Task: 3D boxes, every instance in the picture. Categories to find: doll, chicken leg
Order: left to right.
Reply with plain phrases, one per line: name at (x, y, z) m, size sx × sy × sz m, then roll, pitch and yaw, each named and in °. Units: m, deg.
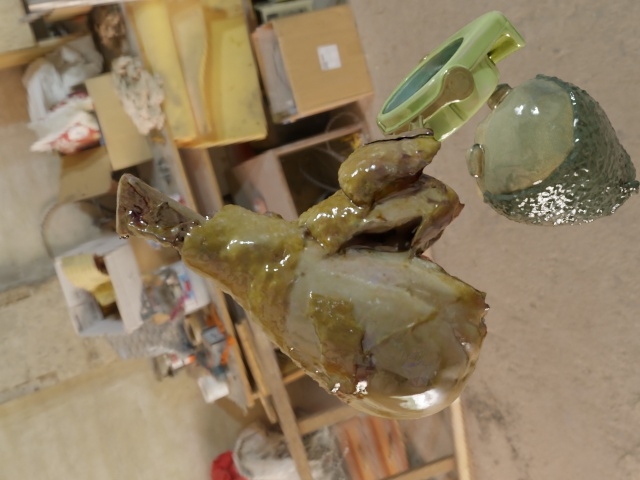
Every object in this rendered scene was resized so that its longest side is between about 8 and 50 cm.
chicken leg at (0.000, 0.000, 0.771) m, size 0.182 × 0.409 × 0.295 m, roll -95°, pitch 30°, yaw -77°
doll at (0.389, -0.134, 1.278) m, size 0.247 × 0.350 × 0.247 m, roll -14°, pitch 71°, yaw 44°

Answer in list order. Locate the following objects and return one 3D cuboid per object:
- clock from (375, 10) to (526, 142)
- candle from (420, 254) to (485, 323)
clock at (0.141, -0.173, 0.936) m, size 0.069 × 0.232 × 0.170 m, roll 44°, pitch 150°, yaw -13°
candle at (0.184, 0.078, 1.215) m, size 0.084 × 0.059 × 0.302 m, roll 32°, pitch 176°, yaw 40°
